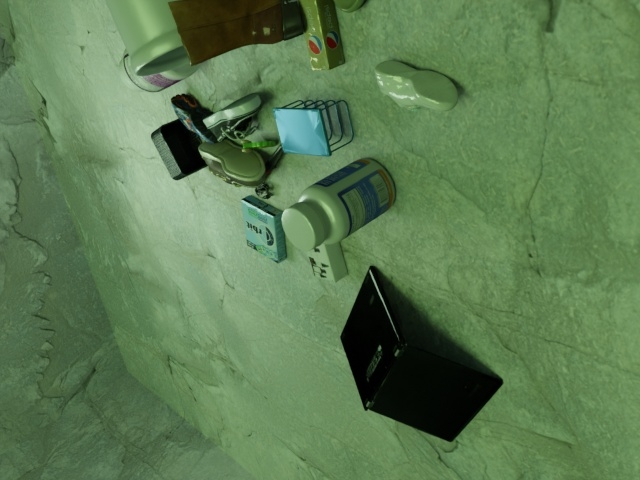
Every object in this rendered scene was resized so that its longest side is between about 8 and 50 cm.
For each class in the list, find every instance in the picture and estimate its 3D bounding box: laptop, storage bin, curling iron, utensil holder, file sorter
[{"bbox_3d":[0.259,0.333,1.812,0.382,0.236,0.408,108,150,-48],"label":"laptop"},{"bbox_3d":[-0.463,-0.304,2.101,0.084,0.122,0.180,-12,107,53],"label":"storage bin"},{"bbox_3d":[-0.140,-0.207,1.861,0.068,0.035,0.274,46,145,9],"label":"curling iron"},{"bbox_3d":[-0.387,-0.652,1.573,0.328,0.328,0.385,-9,107,53],"label":"utensil holder"},{"bbox_3d":[-0.015,-0.288,1.584,0.170,0.104,0.118,14,127,46],"label":"file sorter"}]

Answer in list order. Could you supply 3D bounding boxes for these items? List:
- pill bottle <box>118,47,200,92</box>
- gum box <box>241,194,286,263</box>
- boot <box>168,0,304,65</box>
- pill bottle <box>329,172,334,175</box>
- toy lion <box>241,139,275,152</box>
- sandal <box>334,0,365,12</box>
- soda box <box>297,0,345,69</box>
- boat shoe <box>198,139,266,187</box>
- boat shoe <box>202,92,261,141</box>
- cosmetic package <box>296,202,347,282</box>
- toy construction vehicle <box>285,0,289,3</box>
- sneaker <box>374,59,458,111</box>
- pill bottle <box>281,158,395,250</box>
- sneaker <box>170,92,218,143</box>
[{"bbox_3d":[-0.496,-0.543,1.916,0.301,0.169,0.169,-2,115,52],"label":"pill bottle"},{"bbox_3d":[-0.182,-0.036,2.039,0.157,0.041,0.184,27,135,36],"label":"gum box"},{"bbox_3d":[-0.204,-0.555,1.439,0.096,0.280,0.264,-125,21,-80],"label":"boot"},{"bbox_3d":[0.040,-0.136,1.688,0.043,0.043,0.083,29,137,35],"label":"pill bottle"},{"bbox_3d":[-0.176,-0.273,1.819,0.100,0.096,0.034,-92,-3,-84],"label":"toy lion"},{"bbox_3d":[-0.010,-0.616,1.336,0.303,0.086,0.120,55,145,3],"label":"sandal"},{"bbox_3d":[0.001,-0.487,1.450,0.061,0.058,0.181,16,129,44],"label":"soda box"},{"bbox_3d":[-0.258,-0.221,1.919,0.324,0.116,0.096,30,147,44],"label":"boat shoe"},{"bbox_3d":[-0.242,-0.339,1.817,0.306,0.113,0.105,-6,118,55],"label":"boat shoe"},{"bbox_3d":[0.000,0.000,1.829,0.099,0.060,0.239,9,123,46],"label":"cosmetic package"},{"bbox_3d":[-0.092,-0.563,1.524,0.098,0.035,0.086,52,145,7],"label":"toy construction vehicle"},{"bbox_3d":[0.205,-0.308,1.342,0.212,0.080,0.094,37,153,37],"label":"sneaker"},{"bbox_3d":[0.041,-0.082,1.529,0.152,0.272,0.152,31,137,33],"label":"pill bottle"},{"bbox_3d":[-0.387,-0.377,2.006,0.221,0.083,0.087,47,157,25],"label":"sneaker"}]
